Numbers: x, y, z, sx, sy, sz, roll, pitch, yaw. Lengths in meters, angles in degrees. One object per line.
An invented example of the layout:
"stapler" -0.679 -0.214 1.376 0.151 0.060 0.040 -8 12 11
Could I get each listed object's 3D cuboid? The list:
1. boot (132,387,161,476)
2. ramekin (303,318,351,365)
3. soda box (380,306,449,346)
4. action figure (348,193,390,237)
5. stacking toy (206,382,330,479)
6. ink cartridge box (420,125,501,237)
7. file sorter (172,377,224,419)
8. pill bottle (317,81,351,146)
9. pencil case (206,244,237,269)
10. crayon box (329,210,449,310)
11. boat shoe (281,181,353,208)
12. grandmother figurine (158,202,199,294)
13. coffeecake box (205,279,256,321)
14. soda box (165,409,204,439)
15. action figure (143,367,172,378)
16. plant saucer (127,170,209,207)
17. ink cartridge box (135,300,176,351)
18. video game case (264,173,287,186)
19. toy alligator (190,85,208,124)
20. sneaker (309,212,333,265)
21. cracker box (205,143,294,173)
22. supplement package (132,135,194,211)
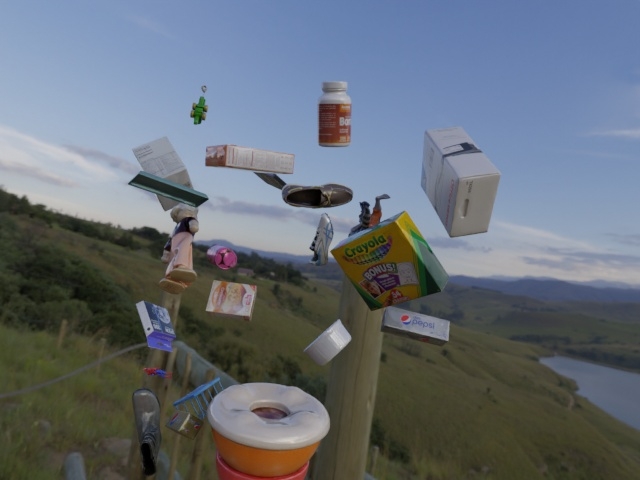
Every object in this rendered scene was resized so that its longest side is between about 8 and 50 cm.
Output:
"boot" -0.571 0.631 1.393 0.083 0.246 0.161 -11 10 -17
"ramekin" 0.047 0.593 2.409 0.135 0.277 0.277 48 -1 8
"soda box" 0.418 0.380 1.861 0.286 0.098 0.091 13 -31 2
"action figure" 0.195 -0.068 1.871 0.179 0.341 0.330 2 -35 -26
"stacking toy" -0.175 0.687 1.207 0.351 0.479 0.350 9 3 0
"ink cartridge box" 0.551 -0.245 1.712 0.166 0.395 0.285 -8 -49 -2
"file sorter" -0.480 0.653 1.704 0.118 0.104 0.170 -29 -5 21
"pill bottle" 0.049 -0.441 1.474 0.121 0.216 0.121 -1 18 0
"pencil case" -0.392 0.068 1.682 0.098 0.095 0.209 56 -16 -15
"crayon box" 0.260 0.092 1.645 0.363 0.313 0.106 -27 12 45
"boat shoe" -0.007 -0.193 1.851 0.324 0.116 0.096 2 25 -10
"grandmother figurine" -0.440 0.005 1.337 0.208 0.342 0.104 -30 -48 22
"coffeecake box" -0.377 0.258 1.795 0.186 0.142 0.068 7 -31 0
"soda box" -0.439 0.590 1.352 0.058 0.061 0.181 40 -32 -15
"action figure" -0.676 0.547 1.743 0.115 0.038 0.030 14 26 -10
"plant saucer" -0.387 -0.131 1.082 0.067 0.018 0.192 -23 -31 39
"ink cartridge box" -0.721 0.384 1.871 0.045 0.208 0.206 -27 -22 0
"video game case" -0.253 -0.314 2.153 0.274 0.026 0.196 30 -6 43
"toy alligator" -0.466 -0.515 1.634 0.056 0.189 0.051 9 -25 -10
"sneaker" 0.000 0.000 1.759 0.086 0.237 0.085 -3 24 -23
"cracker box" -0.220 -0.249 1.307 0.232 0.067 0.156 1 7 -36
"supplement package" -0.634 -0.272 1.717 0.149 0.203 0.194 -28 -24 -18
